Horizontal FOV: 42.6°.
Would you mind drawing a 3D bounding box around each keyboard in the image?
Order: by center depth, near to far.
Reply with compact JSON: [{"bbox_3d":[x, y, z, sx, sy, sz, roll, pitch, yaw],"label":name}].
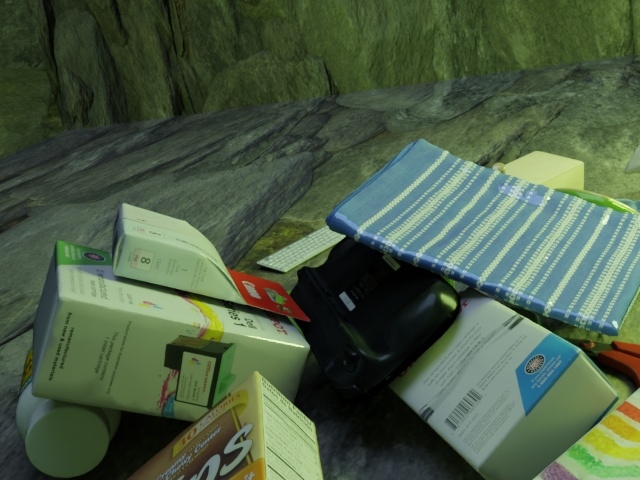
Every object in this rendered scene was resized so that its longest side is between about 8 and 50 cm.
[{"bbox_3d":[0.000,0.000,1.484,0.072,0.014,0.256,8,28,44],"label":"keyboard"}]

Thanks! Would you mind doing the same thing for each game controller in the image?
[{"bbox_3d":[0.051,0.072,0.963,0.166,0.067,0.319,-34,21,-2],"label":"game controller"}]

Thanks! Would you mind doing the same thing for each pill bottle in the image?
[{"bbox_3d":[-0.297,0.188,0.974,0.117,0.118,0.208,-15,20,-10],"label":"pill bottle"}]

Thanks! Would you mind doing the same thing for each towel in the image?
[{"bbox_3d":[0.203,-0.019,0.936,0.336,0.040,0.243,21,36,24],"label":"towel"}]

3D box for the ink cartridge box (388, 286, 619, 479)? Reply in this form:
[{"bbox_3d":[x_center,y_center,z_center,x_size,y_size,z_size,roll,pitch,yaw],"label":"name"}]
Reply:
[{"bbox_3d":[0.168,0.144,0.803,0.140,0.082,0.190,-48,24,-3],"label":"ink cartridge box"}]

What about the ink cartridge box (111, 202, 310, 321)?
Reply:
[{"bbox_3d":[-0.134,0.023,0.995,0.232,0.066,0.189,12,9,-16],"label":"ink cartridge box"}]

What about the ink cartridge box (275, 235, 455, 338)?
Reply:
[{"bbox_3d":[0.052,0.049,1.195,0.255,0.097,0.189,-11,20,0],"label":"ink cartridge box"}]

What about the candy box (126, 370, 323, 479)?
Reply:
[{"bbox_3d":[-0.083,0.251,0.616,0.183,0.087,0.316,-40,19,8],"label":"candy box"}]

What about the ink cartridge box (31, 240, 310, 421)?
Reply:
[{"bbox_3d":[-0.176,0.109,0.942,0.278,0.117,0.201,15,11,-22],"label":"ink cartridge box"}]

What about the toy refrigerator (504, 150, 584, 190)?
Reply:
[{"bbox_3d":[0.310,-0.057,1.353,0.269,0.094,0.102,-25,30,-32],"label":"toy refrigerator"}]

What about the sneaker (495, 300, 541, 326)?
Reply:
[{"bbox_3d":[0.181,0.123,0.983,0.166,0.065,0.076,-12,42,21],"label":"sneaker"}]

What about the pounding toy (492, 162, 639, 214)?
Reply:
[{"bbox_3d":[0.315,0.019,1.074,0.236,0.183,0.110,22,70,22],"label":"pounding toy"}]

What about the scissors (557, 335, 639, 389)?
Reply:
[{"bbox_3d":[0.330,0.125,0.946,0.109,0.021,0.297,-24,22,-24],"label":"scissors"}]

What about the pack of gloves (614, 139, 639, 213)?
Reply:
[{"bbox_3d":[0.491,-0.071,1.170,0.046,0.195,0.232,26,3,-6],"label":"pack of gloves"}]

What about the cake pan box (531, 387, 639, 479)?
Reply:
[{"bbox_3d":[0.321,0.213,0.628,0.245,0.070,0.266,-27,25,-32],"label":"cake pan box"}]
